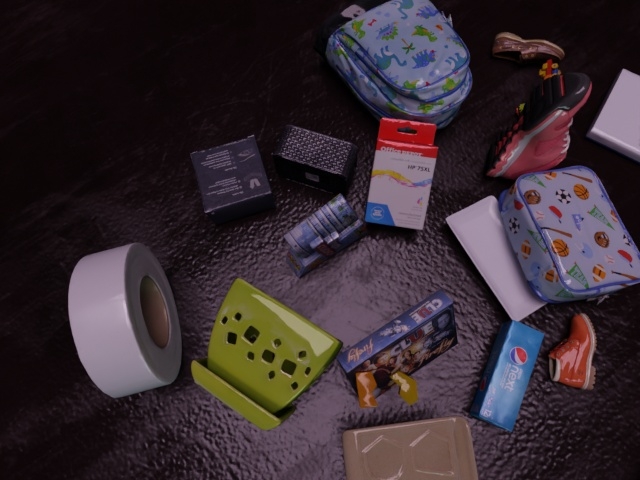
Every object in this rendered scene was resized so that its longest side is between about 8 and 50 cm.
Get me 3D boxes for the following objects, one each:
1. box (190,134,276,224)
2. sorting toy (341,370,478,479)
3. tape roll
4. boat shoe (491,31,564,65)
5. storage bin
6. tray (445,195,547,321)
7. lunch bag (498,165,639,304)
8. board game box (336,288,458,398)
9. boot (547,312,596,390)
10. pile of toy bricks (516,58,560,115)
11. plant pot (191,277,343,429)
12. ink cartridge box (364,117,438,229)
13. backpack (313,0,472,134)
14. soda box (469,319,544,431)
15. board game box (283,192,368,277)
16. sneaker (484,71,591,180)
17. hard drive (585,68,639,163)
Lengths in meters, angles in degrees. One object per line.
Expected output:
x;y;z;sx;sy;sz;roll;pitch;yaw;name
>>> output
-0.203;-0.140;1.066;0.156;0.093;0.158;-17;72;-4;box
0.156;0.384;0.809;0.229;0.041;0.307;-7;80;0;sorting toy
-0.367;0.150;0.883;0.100;0.286;0.286;-15;73;-3;tape roll
0.532;-0.482;1.171;0.178;0.064;0.060;21;80;14;boat shoe
-0.010;-0.184;1.059;0.180;0.122;0.084;19;74;7;storage bin
0.407;0.037;1.021;0.145;0.030;0.270;-26;74;-14;tray
0.545;-0.010;0.984;0.243;0.115;0.303;-8;69;-14;lunch bag
0.162;0.219;0.909;0.243;0.165;0.042;-31;46;-7;board game box
0.527;0.227;0.954;0.084;0.059;0.158;8;74;9;boot
0.532;-0.321;1.105;0.105;0.118;0.212;-6;61;40;pile of toy bricks
-0.104;0.227;0.888;0.228;0.227;0.207;32;82;11;plant pot
0.181;-0.151;1.013;0.134;0.078;0.231;8;105;4;ink cartridge box
0.196;-0.420;1.081;0.290;0.273;0.356;-26;87;-13;backpack
0.384;0.276;0.935;0.071;0.067;0.210;24;75;8;soda box
0.000;0.000;0.990;0.194;0.194;0.060;-38;74;5;board game box
0.487;-0.231;0.974;0.136;0.314;0.116;19;64;-3;sneaker
0.843;-0.265;1.104;0.318;0.040;0.210;31;76;10;hard drive
